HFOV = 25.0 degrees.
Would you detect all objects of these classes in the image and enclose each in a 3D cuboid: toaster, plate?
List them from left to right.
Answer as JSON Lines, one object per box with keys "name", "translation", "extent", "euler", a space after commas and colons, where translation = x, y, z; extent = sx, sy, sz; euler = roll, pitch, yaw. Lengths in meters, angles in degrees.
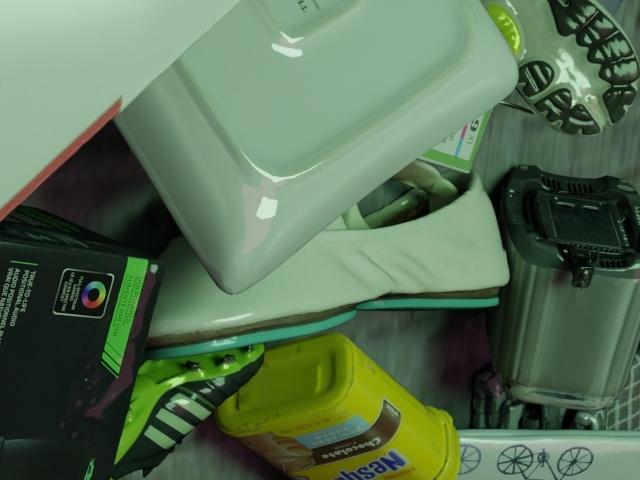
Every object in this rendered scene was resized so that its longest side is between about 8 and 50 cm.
{"name": "plate", "translation": [-0.023, -0.153, 0.857], "extent": [0.278, 0.045, 0.277], "euler": [-37, 98, -32]}
{"name": "toaster", "translation": [0.207, 0.042, 1.203], "extent": [0.227, 0.129, 0.146], "euler": [-86, -177, -65]}

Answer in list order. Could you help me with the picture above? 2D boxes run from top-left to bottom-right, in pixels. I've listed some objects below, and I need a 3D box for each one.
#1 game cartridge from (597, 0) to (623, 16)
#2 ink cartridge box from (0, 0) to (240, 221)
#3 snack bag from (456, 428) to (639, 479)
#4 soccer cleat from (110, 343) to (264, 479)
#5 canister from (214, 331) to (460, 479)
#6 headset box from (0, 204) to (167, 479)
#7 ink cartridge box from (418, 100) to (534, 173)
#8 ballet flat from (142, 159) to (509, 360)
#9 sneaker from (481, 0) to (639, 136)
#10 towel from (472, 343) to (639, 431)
{"name": "game cartridge", "translation": [0.205, -0.351, 1.127], "extent": [0.230, 0.068, 0.355], "euler": [-60, 140, -16]}
{"name": "ink cartridge box", "translation": [-0.200, -0.123, 0.573], "extent": [0.226, 0.306, 0.131], "euler": [-48, 136, -23]}
{"name": "snack bag", "translation": [0.168, 0.316, 1.283], "extent": [0.323, 0.037, 0.342], "euler": [3, 113, -18]}
{"name": "soccer cleat", "translation": [-0.108, 0.115, 0.984], "extent": [0.179, 0.060, 0.072], "euler": [-29, 138, -42]}
{"name": "canister", "translation": [0.013, 0.140, 1.086], "extent": [0.170, 0.126, 0.073], "euler": [44, 38, -47]}
{"name": "headset box", "translation": [-0.238, 0.098, 0.752], "extent": [0.283, 0.131, 0.246], "euler": [11, 97, -47]}
{"name": "ink cartridge box", "translation": [0.047, -0.097, 1.022], "extent": [0.209, 0.109, 0.062], "euler": [10, 99, -51]}
{"name": "ballet flat", "translation": [0.000, 0.000, 1.020], "extent": [0.400, 0.139, 0.139], "euler": [-5, 111, -52]}
{"name": "sneaker", "translation": [0.125, -0.195, 1.050], "extent": [0.107, 0.118, 0.279], "euler": [-30, 101, 1]}
{"name": "towel", "translation": [0.259, 0.222, 1.403], "extent": [0.235, 0.121, 0.283], "euler": [-23, 123, -42]}
